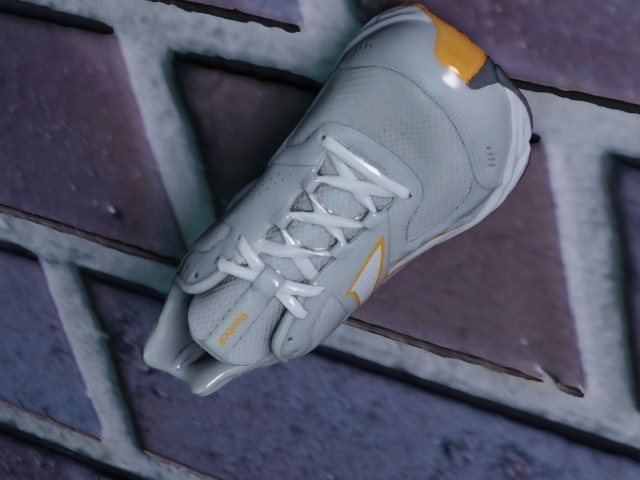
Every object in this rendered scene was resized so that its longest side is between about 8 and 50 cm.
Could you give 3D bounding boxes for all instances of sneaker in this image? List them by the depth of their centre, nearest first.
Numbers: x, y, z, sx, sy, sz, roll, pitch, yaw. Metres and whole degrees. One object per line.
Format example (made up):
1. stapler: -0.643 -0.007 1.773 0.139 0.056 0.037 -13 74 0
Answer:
1. sneaker: 0.000 0.000 0.887 0.099 0.121 0.262 41 145 2
